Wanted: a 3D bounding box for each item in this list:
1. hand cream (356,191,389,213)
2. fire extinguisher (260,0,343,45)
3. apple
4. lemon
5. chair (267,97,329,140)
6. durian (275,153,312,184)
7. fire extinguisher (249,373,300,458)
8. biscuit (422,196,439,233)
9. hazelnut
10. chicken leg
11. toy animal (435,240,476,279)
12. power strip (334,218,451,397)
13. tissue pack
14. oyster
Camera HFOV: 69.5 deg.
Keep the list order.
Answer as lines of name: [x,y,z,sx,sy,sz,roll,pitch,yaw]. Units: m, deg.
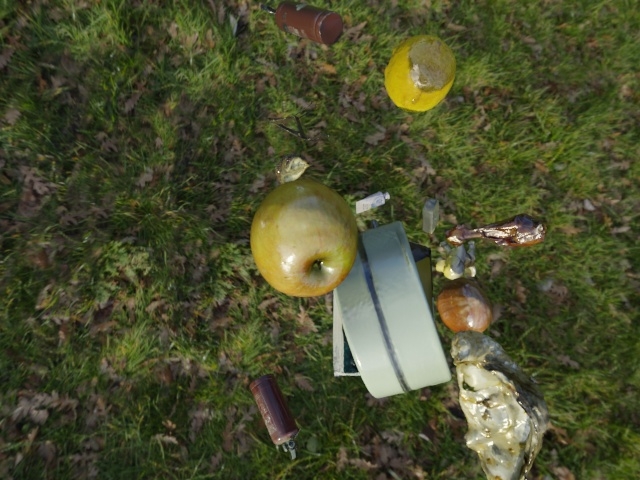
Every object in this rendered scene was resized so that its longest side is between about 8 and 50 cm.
hand cream: [0.207,-0.154,1.832,0.142,0.084,0.053,-24,61,-8]
fire extinguisher: [-0.077,-0.817,1.703,0.136,0.337,0.114,3,115,-49]
apple: [-0.027,-0.006,0.734,0.183,0.155,0.182,-17,133,-19]
lemon: [0.340,-0.568,1.578,0.234,0.288,0.233,4,64,-9]
chair: [-0.093,-0.458,1.835,0.213,0.174,0.148,-14,97,11]
durian: [-0.089,-0.233,1.419,0.140,0.110,0.071,-26,67,-39]
fire extinguisher: [-0.141,0.585,1.530,0.105,0.104,0.268,-22,62,-18]
biscuit: [0.396,-0.085,1.669,0.052,0.188,0.056,25,71,23]
hazelnut: [0.511,0.234,1.628,0.177,0.214,0.214,-32,103,-13]
chicken leg: [0.552,-0.030,1.466,0.305,0.093,0.113,-1,128,15]
toy animal: [0.562,0.076,1.900,0.233,0.121,0.168,-1,72,-48]
power strip: [0.138,0.129,0.954,0.162,0.357,0.357,-18,100,10]
tissue pack: [0.190,0.213,1.419,0.264,0.253,0.415,14,69,-30]
oyster: [0.290,0.288,0.764,0.094,0.166,0.294,-29,127,-35]
